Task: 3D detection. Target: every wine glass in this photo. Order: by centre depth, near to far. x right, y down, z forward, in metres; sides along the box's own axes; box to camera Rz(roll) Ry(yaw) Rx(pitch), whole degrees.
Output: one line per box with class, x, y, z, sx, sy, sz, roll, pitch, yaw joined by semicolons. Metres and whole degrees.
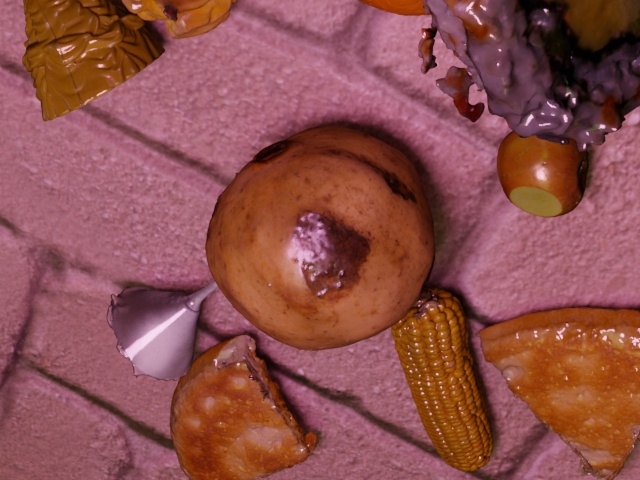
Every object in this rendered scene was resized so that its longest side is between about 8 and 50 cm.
wine glass;-0.161;0.075;1.693;0.156;0.156;0.232;45;124;-13

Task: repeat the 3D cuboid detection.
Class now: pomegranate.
pomegranate;0.000;0.000;1.493;0.281;0.281;0.281;10;127;13

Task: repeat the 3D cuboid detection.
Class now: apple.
apple;0.257;-0.083;1.452;0.102;0.099;0.114;8;152;25

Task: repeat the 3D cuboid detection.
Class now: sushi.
sushi;0.256;-0.273;1.169;0.417;0.176;0.417;-14;120;-24

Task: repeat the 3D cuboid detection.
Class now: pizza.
pizza;0.345;0.204;1.645;0.280;0.075;0.288;3;127;23
pizza;-0.112;0.269;1.847;0.226;0.086;0.335;17;130;2

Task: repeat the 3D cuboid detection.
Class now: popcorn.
popcorn;-0.156;-0.310;1.421;0.148;0.152;0.167;-5;125;-10

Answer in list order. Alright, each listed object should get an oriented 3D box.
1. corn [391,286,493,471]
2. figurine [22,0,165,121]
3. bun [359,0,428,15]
corn;0.164;0.193;1.683;0.102;0.102;0.313;-2;125;21
figurine;-0.331;-0.318;1.469;0.168;0.187;0.315;-18;108;35
bun;0.091;-0.363;1.270;0.299;0.165;0.299;9;127;12
